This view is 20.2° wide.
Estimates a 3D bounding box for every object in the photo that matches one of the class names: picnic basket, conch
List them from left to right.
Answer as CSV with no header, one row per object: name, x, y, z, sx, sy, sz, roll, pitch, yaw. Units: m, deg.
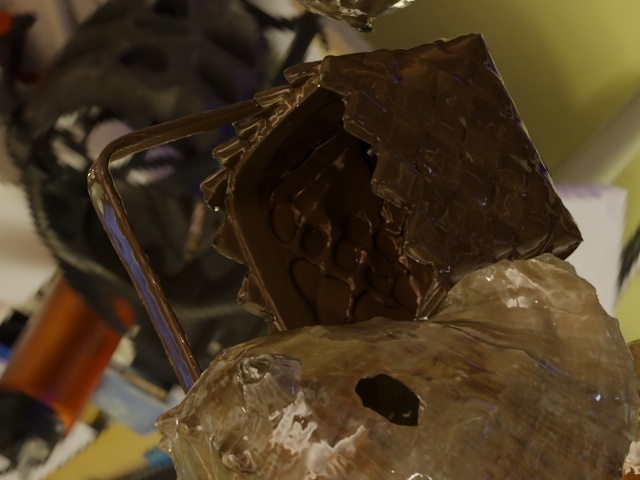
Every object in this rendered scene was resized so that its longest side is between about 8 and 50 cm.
picnic basket,0.000,0.000,1.409,0.254,0.321,0.291,63,148,11
conch,0.036,0.142,1.034,0.324,0.186,0.263,-49,65,12

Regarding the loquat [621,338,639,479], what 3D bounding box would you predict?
loquat,0.300,0.204,1.478,0.263,0.263,0.263,14,136,13

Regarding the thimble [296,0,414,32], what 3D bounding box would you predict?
thimble,0.040,-0.298,1.480,0.229,0.196,0.148,-37,141,9
